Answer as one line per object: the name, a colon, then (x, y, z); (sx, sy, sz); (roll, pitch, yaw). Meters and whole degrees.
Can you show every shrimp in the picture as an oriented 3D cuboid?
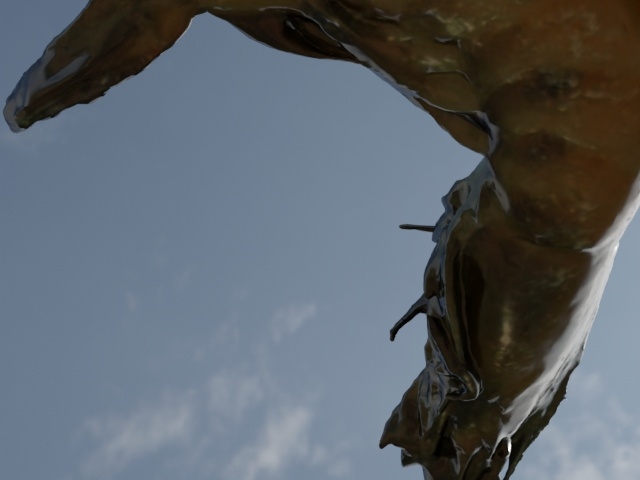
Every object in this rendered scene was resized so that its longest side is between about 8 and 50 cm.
shrimp: (0.000, 0.000, 0.483); (0.198, 0.051, 0.262); (6, -52, -2)
